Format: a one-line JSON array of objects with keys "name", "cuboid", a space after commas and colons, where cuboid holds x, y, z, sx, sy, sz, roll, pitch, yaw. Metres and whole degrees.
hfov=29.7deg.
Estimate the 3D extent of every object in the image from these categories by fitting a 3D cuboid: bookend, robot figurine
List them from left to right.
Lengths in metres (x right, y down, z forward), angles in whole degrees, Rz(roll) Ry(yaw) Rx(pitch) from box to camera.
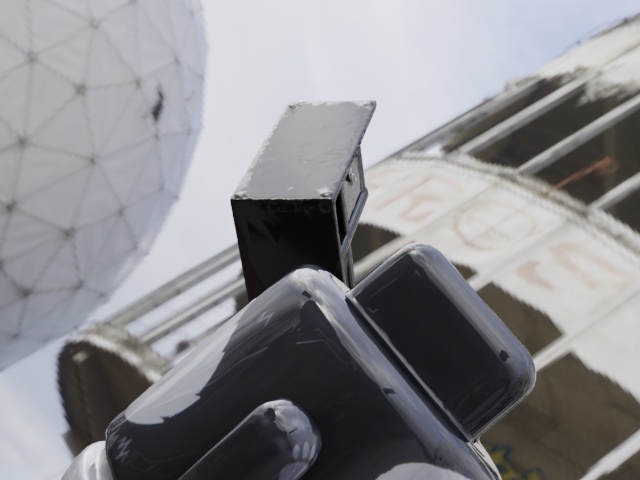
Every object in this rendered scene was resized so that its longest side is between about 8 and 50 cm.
[{"name": "robot figurine", "cuboid": [-0.018, 0.123, 0.651, 0.209, 0.278, 0.173, 46, 4, -39]}, {"name": "bookend", "cuboid": [0.000, 0.000, 0.887, 0.072, 0.156, 0.157, 1, -60, 15]}]
